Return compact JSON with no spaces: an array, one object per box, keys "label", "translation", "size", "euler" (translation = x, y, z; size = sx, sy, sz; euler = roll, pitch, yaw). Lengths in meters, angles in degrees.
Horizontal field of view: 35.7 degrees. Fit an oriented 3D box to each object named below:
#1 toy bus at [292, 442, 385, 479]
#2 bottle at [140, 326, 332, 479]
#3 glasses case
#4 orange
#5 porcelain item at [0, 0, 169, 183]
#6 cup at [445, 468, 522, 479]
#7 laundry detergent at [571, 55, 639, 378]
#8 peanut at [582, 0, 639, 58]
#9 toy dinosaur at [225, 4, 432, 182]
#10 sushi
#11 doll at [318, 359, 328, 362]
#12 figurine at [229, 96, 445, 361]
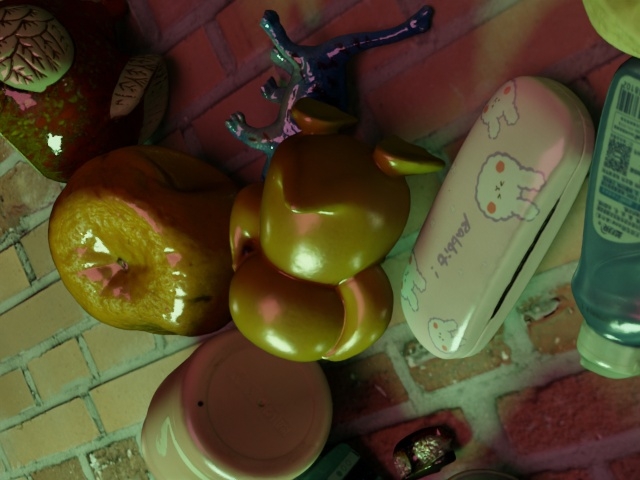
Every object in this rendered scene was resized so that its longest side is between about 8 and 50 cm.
[{"label":"toy bus","translation":[-0.027,0.349,1.170],"size":[0.147,0.128,0.256],"euler":[50,129,2]},{"label":"bottle","translation":[-0.121,0.228,1.145],"size":[0.297,0.173,0.207],"euler":[142,141,-60]},{"label":"glasses case","translation":[0.159,-0.015,0.937],"size":[0.113,0.075,0.297],"euler":[53,134,39]},{"label":"orange","translation":[-0.186,0.005,1.161],"size":[0.249,0.183,0.249],"euler":[13,121,23]},{"label":"porcelain item","translation":[-0.306,-0.205,1.208],"size":[0.253,0.253,0.253],"euler":[13,112,36]},{"label":"cup","translation":[0.160,0.377,1.030],"size":[0.226,0.182,0.264],"euler":[27,133,-6]},{"label":"laundry detergent","translation":[0.288,-0.006,0.839],"size":[0.143,0.094,0.290],"euler":[29,124,36]},{"label":"peanut","translation":[0.240,-0.233,0.769],"size":[0.290,0.130,0.130],"euler":[55,131,26]},{"label":"toy dinosaur","translation":[-0.023,-0.151,1.056],"size":[0.144,0.076,0.329],"euler":[41,117,9]},{"label":"sushi","translation":[0.116,0.231,1.093],"size":[0.083,0.044,0.046],"euler":[-38,58,38]},{"label":"doll","translation":[-0.010,0.089,1.128],"size":[0.162,0.062,0.106],"euler":[-30,89,40]},{"label":"figurine","translation":[-0.001,-0.005,0.979],"size":[0.215,0.215,0.228],"euler":[35,138,26]}]
